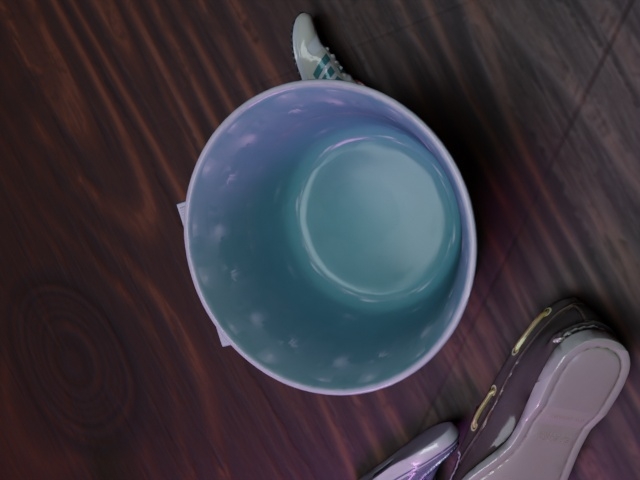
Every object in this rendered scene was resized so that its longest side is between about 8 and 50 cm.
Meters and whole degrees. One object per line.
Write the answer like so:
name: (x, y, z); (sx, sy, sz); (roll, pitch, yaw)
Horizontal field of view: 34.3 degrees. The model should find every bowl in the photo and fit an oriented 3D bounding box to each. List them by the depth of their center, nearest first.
bowl: (0.031, -0.012, 1.073); (0.312, 0.163, 0.311); (4, 101, 23)

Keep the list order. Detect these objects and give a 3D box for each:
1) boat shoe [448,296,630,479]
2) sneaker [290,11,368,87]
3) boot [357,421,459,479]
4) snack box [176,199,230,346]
boat shoe: (0.217, 0.210, 1.137); (0.117, 0.096, 0.324); (15, 116, -21)
sneaker: (0.015, -0.184, 1.182); (0.075, 0.057, 0.161); (-10, 95, 10)
boot: (0.114, 0.290, 1.225); (0.086, 0.069, 0.190); (49, 124, 1)
snack box: (0.000, 0.000, 1.215); (0.322, 0.060, 0.187); (-15, 94, 27)
